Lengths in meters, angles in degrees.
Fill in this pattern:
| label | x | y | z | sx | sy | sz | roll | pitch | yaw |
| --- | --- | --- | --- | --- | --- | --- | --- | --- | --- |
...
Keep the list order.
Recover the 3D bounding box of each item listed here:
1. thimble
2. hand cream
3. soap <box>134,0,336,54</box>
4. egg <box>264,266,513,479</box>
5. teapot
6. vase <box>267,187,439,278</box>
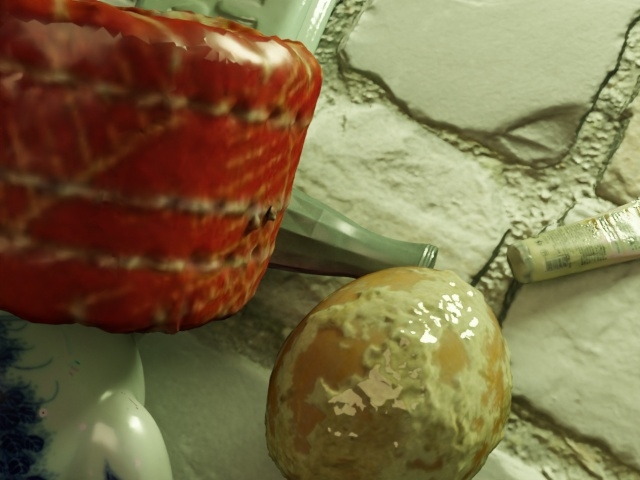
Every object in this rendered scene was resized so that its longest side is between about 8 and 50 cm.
| label | x | y | z | sx | sy | sz | roll | pitch | yaw |
| --- | --- | --- | --- | --- | --- | --- | --- | --- | --- |
| thimble | -0.177 | -0.077 | 0.898 | 0.350 | 0.350 | 0.230 | 17 | 101 | 16 |
| hand cream | 0.239 | 0.004 | 1.049 | 0.143 | 0.039 | 0.061 | -14 | 58 | -7 |
| soap | -0.095 | -0.213 | 1.159 | 0.173 | 0.095 | 0.289 | 17 | 71 | 15 |
| egg | 0.058 | 0.122 | 0.941 | 0.195 | 0.195 | 0.233 | 19 | 52 | 17 |
| teapot | -0.279 | 0.159 | 0.969 | 0.424 | 0.252 | 0.280 | 13 | 106 | 23 |
| vase | 0.000 | 0.000 | 1.065 | 0.214 | 0.086 | 0.086 | 18 | 71 | 11 |
